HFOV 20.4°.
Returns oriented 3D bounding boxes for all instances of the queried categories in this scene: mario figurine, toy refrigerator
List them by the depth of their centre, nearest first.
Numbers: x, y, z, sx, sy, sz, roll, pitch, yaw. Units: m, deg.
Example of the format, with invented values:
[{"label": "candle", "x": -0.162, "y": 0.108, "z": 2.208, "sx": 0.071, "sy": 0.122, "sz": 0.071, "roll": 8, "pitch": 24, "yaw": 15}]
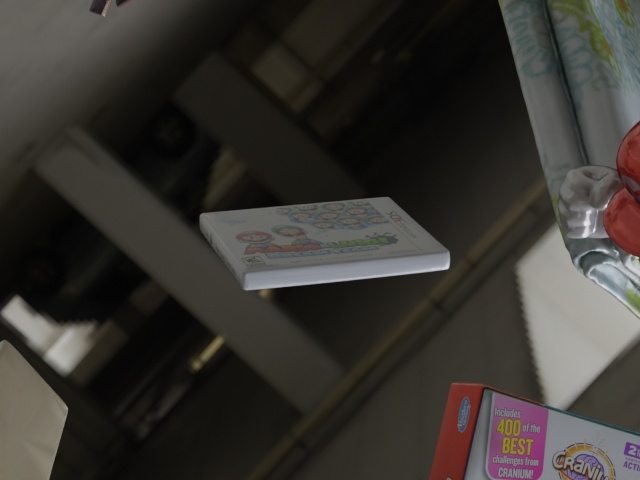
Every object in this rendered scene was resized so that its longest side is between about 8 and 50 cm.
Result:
[{"label": "mario figurine", "x": 0.279, "y": 0.032, "z": 1.226, "sx": 0.198, "sy": 0.320, "sz": 0.170, "roll": -15, "pitch": -127, "yaw": 28}, {"label": "toy refrigerator", "x": -0.324, "y": 0.213, "z": 1.694, "sx": 0.094, "sy": 0.102, "sz": 0.269, "roll": -34, "pitch": -160, "yaw": 15}]

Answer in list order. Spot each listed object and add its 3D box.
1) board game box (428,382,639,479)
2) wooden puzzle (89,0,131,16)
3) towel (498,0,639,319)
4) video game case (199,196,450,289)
[{"label": "board game box", "x": 0.210, "y": 0.326, "z": 1.806, "sx": 0.064, "sy": 0.242, "sz": 0.316, "roll": -4, "pitch": -111, "yaw": 62}, {"label": "wooden puzzle", "x": -0.115, "y": -0.155, "z": 0.933, "sx": 0.049, "sy": 0.006, "sz": 0.083, "roll": -10, "pitch": -109, "yaw": 32}, {"label": "towel", "x": 0.269, "y": -0.090, "z": 1.540, "sx": 0.090, "sy": 0.320, "sz": 0.374, "roll": -23, "pitch": -120, "yaw": 21}, {"label": "video game case", "x": 0.000, "y": 0.000, "z": 1.342, "sx": 0.157, "sy": 0.019, "sz": 0.143, "roll": -6, "pitch": -160, "yaw": -15}]
